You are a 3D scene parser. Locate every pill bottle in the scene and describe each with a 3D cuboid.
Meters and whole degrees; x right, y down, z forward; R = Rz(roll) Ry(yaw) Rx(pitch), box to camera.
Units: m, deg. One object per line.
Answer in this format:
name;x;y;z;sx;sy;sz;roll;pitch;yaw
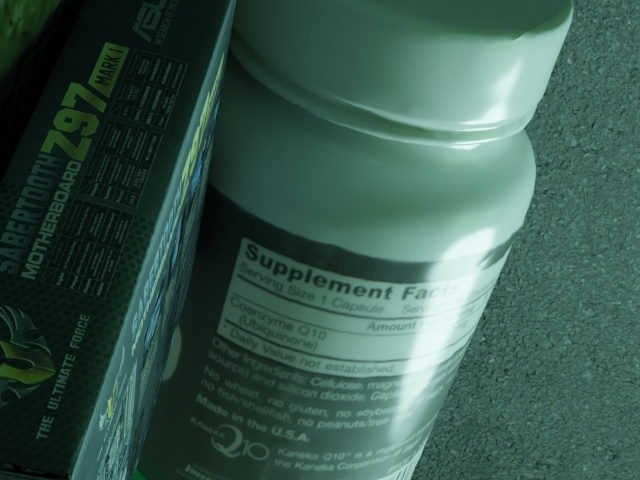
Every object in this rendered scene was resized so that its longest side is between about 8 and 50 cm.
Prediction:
pill bottle;0.000;0.000;0.681;0.204;0.204;0.361;-63;173;-57

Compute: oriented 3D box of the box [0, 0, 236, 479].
box;-0.091;0.031;0.456;0.183;0.059;0.232;107;-4;-50
